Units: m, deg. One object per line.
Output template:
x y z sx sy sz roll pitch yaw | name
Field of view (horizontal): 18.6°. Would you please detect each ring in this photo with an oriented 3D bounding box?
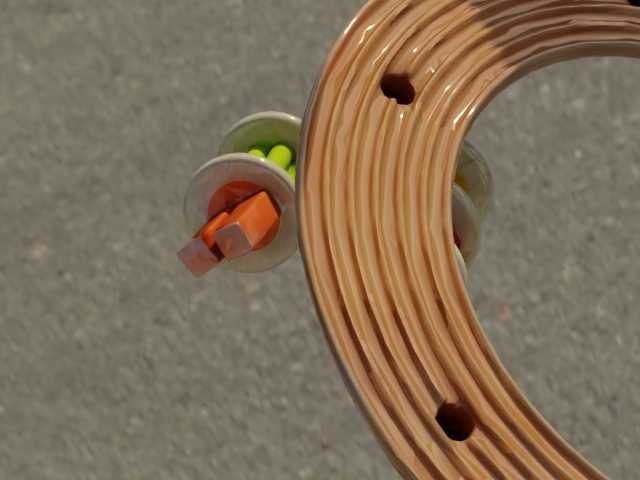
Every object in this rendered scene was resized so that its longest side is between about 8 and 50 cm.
0.143 0.022 0.736 0.336 0.032 0.337 13 52 -17 | ring

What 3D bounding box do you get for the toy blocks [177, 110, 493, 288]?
0.000 0.000 0.771 0.123 0.054 0.148 6 23 9 | toy blocks
